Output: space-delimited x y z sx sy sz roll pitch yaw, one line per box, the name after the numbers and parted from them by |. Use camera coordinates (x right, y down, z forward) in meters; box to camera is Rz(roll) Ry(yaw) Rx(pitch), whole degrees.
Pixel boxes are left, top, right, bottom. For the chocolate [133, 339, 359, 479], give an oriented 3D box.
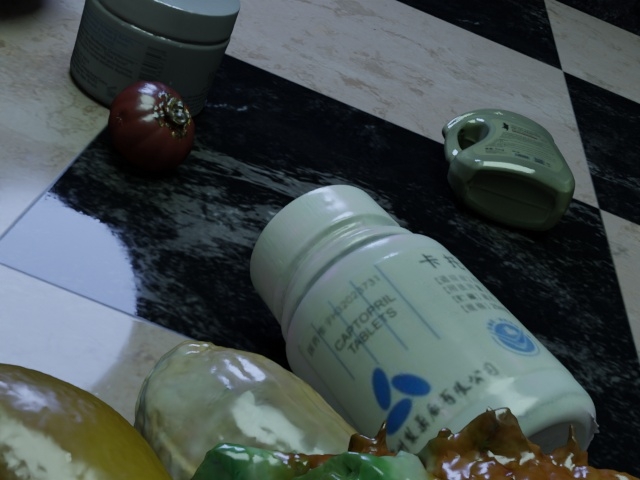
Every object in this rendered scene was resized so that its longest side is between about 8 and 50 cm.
-0.006 0.179 0.613 0.309 0.134 0.134 38 32 20 | chocolate

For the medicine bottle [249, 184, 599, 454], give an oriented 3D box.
0.069 0.091 0.771 0.170 0.170 0.293 -2 37 -38 | medicine bottle

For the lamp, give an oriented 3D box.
-0.182 -0.123 1.023 0.101 0.090 0.101 21 60 -41 | lamp

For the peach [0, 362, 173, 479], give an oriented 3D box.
-0.182 0.174 0.479 0.251 0.153 0.251 12 31 -7 | peach

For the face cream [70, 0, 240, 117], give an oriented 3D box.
-0.203 -0.250 1.153 0.177 0.153 0.177 18 31 -12 | face cream

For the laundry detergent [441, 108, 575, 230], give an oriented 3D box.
0.257 -0.115 1.326 0.181 0.091 0.253 15 30 -4 | laundry detergent

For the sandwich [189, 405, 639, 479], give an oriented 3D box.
0.094 0.193 0.452 0.301 0.162 0.251 -13 75 -2 | sandwich
